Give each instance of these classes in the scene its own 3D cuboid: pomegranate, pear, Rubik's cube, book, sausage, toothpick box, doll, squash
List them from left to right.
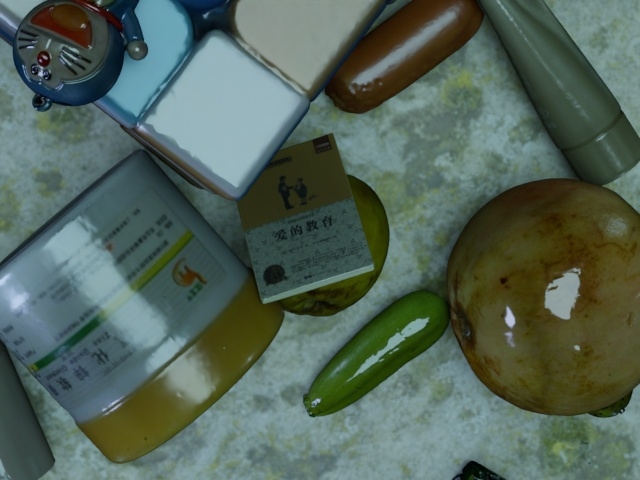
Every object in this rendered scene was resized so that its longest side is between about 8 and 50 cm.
[{"bbox_3d":[-0.362,0.173,1.391,0.111,0.111,0.181,-23,100,-8],"label":"toothpick box"},{"bbox_3d":[-0.189,-0.169,1.057,0.114,0.085,0.152,26,80,11],"label":"doll"},{"bbox_3d":[-0.129,-0.275,1.275,0.344,0.347,0.347,37,88,-13],"label":"Rubik's cube"},{"bbox_3d":[-0.022,-0.024,1.348,0.118,0.012,0.172,-18,56,2],"label":"book"},{"bbox_3d":[0.000,0.000,1.423,0.148,0.149,0.162,12,78,-11],"label":"pear"},{"bbox_3d":[0.062,0.128,1.492,0.201,0.066,0.066,-40,101,2],"label":"squash"},{"bbox_3d":[0.091,-0.210,1.459,0.197,0.076,0.076,-37,100,-4],"label":"sausage"},{"bbox_3d":[0.274,0.052,1.440,0.270,0.229,0.252,-23,94,-14],"label":"pomegranate"},{"bbox_3d":[0.321,0.163,1.537,0.073,0.073,0.085,-38,101,-5],"label":"pomegranate"}]

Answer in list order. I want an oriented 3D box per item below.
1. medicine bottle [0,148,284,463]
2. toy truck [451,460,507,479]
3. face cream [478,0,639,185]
[{"bbox_3d":[-0.196,0.066,1.347,0.238,0.238,0.232,-42,100,-4],"label":"medicine bottle"},{"bbox_3d":[0.142,0.381,1.499,0.088,0.121,0.259,32,89,-13],"label":"toy truck"},{"bbox_3d":[0.239,-0.216,1.473,0.084,0.137,0.341,-28,105,29],"label":"face cream"}]
